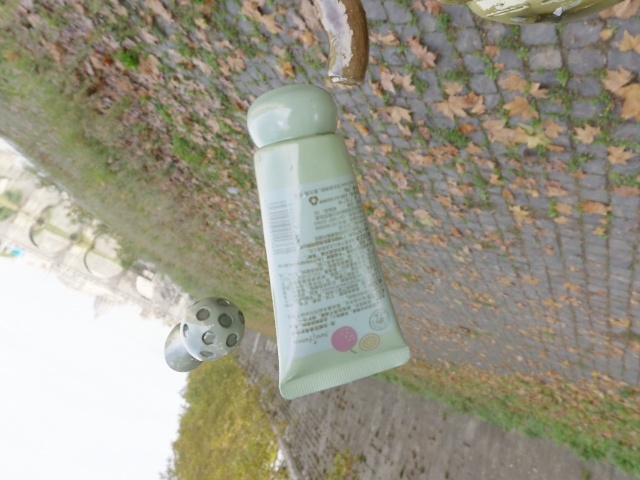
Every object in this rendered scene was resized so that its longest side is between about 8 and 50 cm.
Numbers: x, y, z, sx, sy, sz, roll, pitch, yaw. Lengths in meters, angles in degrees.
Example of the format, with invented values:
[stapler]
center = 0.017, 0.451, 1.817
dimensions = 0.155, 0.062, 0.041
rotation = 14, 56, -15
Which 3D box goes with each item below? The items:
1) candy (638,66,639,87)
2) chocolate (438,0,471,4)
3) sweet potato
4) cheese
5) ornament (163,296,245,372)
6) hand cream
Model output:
[candy]
center = 0.615, -0.229, 0.764
dimensions = 0.172, 0.398, 0.263
rotation = 13, 151, 43
[chocolate]
center = 0.087, -0.208, 0.214
dimensions = 0.085, 0.086, 0.219
rotation = 24, 169, 11
[sweet potato]
center = 0.011, -0.394, 0.569
dimensions = 0.109, 0.386, 0.109
rotation = -3, 178, 0
[cheese]
center = 0.376, -0.409, 0.647
dimensions = 0.128, 0.259, 0.316
rotation = 55, 177, -33
[ornament]
center = -0.141, 0.117, 0.560
dimensions = 0.081, 0.075, 0.156
rotation = 30, 144, -19
[hand cream]
center = 0.000, 0.000, 0.466
dimensions = 0.147, 0.306, 0.093
rotation = -13, -177, -14
